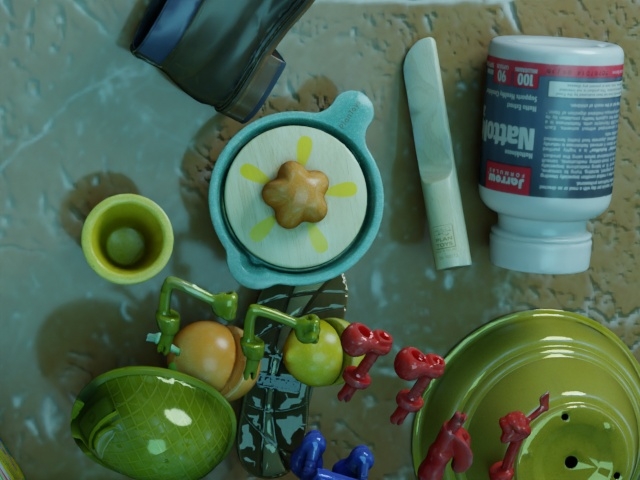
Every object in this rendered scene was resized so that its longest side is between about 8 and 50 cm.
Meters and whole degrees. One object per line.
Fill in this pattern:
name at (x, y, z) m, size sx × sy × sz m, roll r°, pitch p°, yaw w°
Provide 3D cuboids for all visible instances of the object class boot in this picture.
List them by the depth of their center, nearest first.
boot at (-0.056, -0.205, 1.460) m, size 0.106 × 0.082 × 0.219 m, roll 23°, pitch 96°, yaw -21°

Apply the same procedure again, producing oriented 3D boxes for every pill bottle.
pill bottle at (0.180, -0.068, 1.539) m, size 0.108 × 0.108 × 0.180 m, roll 0°, pitch 101°, yaw -16°

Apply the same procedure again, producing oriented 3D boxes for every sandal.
sandal at (-0.029, 0.100, 1.544) m, size 0.072 × 0.049 × 0.180 m, roll 14°, pitch 86°, yaw -6°

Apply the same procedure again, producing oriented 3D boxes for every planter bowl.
planter bowl at (0.192, 0.172, 1.602) m, size 0.217 × 0.090 × 0.217 m, roll -3°, pitch 103°, yaw -15°

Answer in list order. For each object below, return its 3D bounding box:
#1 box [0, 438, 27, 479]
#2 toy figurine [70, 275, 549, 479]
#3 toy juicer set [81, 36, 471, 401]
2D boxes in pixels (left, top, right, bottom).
box at (-0.333, 0.143, 1.351) m, size 0.177 × 0.279 × 0.290 m, roll -32°, pitch 107°, yaw -8°
toy figurine at (0.013, 0.197, 1.401) m, size 0.363 × 0.217 × 0.191 m, roll 21°, pitch 120°, yaw -24°
toy juicer set at (0.000, 0.000, 1.487) m, size 0.329 × 0.089 × 0.209 m, roll -29°, pitch 88°, yaw -10°
